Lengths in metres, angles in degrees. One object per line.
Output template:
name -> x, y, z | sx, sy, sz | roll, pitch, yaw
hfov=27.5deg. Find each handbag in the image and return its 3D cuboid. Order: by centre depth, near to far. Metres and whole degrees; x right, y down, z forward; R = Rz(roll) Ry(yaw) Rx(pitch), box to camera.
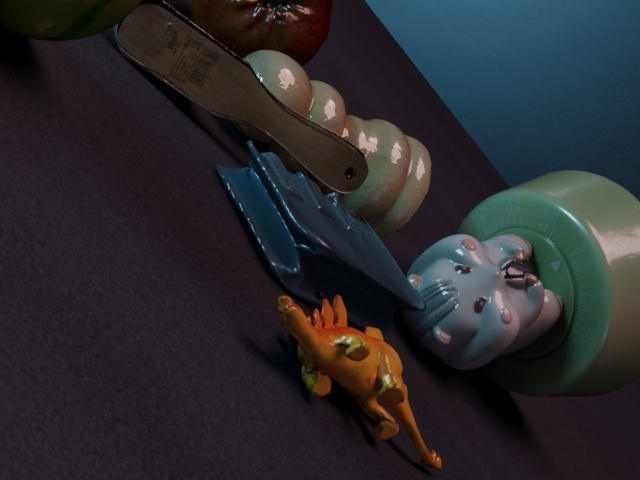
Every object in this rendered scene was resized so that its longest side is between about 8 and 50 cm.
handbag -> 0.000, 0.000, 1.344 | 0.229, 0.062, 0.179 | 32, 21, -52

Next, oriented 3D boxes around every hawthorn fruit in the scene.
hawthorn fruit -> -0.076, -0.292, 1.614 | 0.179, 0.179, 0.200 | 47, -2, -18

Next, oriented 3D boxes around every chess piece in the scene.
chess piece -> -0.004, -0.120, 1.506 | 0.261, 0.143, 0.143 | 35, 21, -30

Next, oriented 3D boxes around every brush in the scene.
brush -> -0.081, -0.151, 1.379 | 0.327, 0.070, 0.065 | 34, 5, -27

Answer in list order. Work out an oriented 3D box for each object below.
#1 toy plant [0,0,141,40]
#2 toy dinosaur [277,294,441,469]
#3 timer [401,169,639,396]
toy plant -> -0.277, -0.255, 0.957 | 0.316, 0.184, 0.224 | 7, 40, -48
toy dinosaur -> 0.035, 0.112, 1.167 | 0.288, 0.070, 0.117 | 44, 15, -45
timer -> 0.226, 0.065, 1.574 | 0.315, 0.291, 0.291 | -6, 56, -46
